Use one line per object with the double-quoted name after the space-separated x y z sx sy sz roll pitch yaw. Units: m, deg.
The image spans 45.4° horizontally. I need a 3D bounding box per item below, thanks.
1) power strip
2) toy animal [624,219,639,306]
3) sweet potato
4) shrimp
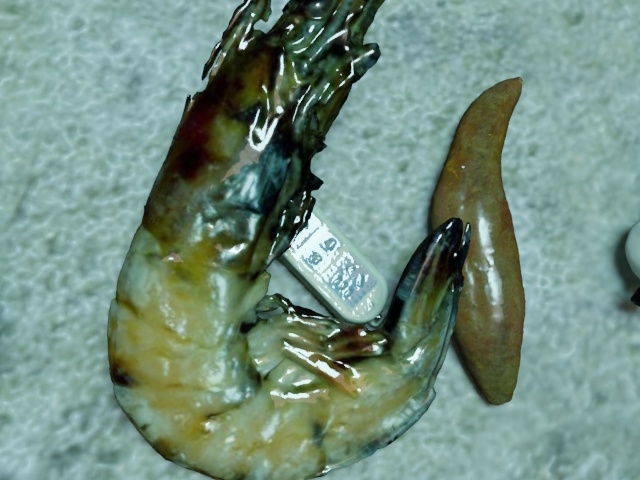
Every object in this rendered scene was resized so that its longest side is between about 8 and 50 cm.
-0.019 -0.009 0.558 0.047 0.030 0.191 -44 91 -11 "power strip"
0.372 -0.115 0.573 0.258 0.194 0.357 4 64 16 "toy animal"
0.120 -0.008 0.568 0.078 0.058 0.255 7 78 -24 "sweet potato"
0.000 0.000 0.510 0.233 0.071 0.365 24 95 -8 "shrimp"
